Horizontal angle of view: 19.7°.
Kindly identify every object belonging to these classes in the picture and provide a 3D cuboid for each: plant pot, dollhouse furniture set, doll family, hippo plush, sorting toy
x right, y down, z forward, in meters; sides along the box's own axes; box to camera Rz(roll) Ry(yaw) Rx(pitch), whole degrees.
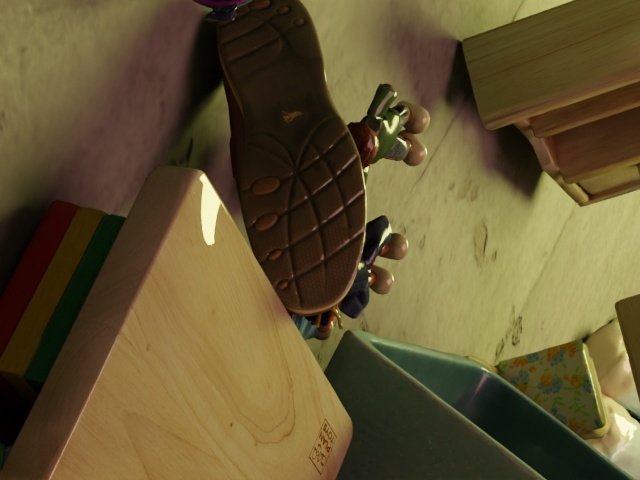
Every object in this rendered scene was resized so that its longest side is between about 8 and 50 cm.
[{"bbox_3d":[0.082,0.235,1.123,0.252,0.248,0.247,-56,155,6],"label":"plant pot"},{"bbox_3d":[0.261,0.043,1.304,0.256,0.362,0.394,30,45,-65],"label":"dollhouse furniture set"},{"bbox_3d":[0.000,0.000,1.049,0.111,0.076,0.193,-24,124,-66],"label":"doll family"},{"bbox_3d":[0.348,0.220,1.664,0.234,0.236,0.294,-42,136,-53],"label":"hippo plush"},{"bbox_3d":[-0.101,0.133,0.870,0.255,0.089,0.257,-66,152,-25],"label":"sorting toy"}]

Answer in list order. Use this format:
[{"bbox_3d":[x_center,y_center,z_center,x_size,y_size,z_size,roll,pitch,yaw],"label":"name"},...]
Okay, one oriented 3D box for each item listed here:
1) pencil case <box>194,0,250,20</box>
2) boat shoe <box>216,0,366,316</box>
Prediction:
[{"bbox_3d":[-0.019,-0.160,0.944,0.151,0.070,0.064,-34,135,-58],"label":"pencil case"},{"bbox_3d":[-0.015,-0.041,0.954,0.060,0.064,0.178,93,-13,-68],"label":"boat shoe"}]
